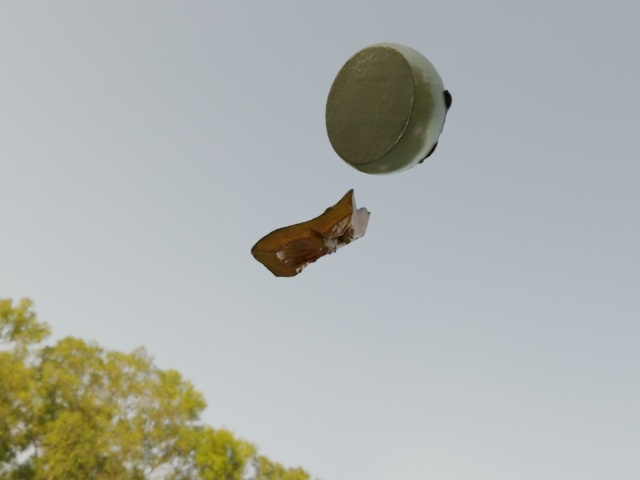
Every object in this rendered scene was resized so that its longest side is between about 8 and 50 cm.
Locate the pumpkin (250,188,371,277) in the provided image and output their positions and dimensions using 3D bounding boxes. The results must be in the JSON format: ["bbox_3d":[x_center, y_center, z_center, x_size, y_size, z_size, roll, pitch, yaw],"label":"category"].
[{"bbox_3d":[-0.001,0.001,0.565,0.035,0.101,0.073,59,-1,16],"label":"pumpkin"}]

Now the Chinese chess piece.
[{"bbox_3d":[0.040,-0.083,0.451,0.034,0.084,0.084,7,-15,-45],"label":"Chinese chess piece"}]
